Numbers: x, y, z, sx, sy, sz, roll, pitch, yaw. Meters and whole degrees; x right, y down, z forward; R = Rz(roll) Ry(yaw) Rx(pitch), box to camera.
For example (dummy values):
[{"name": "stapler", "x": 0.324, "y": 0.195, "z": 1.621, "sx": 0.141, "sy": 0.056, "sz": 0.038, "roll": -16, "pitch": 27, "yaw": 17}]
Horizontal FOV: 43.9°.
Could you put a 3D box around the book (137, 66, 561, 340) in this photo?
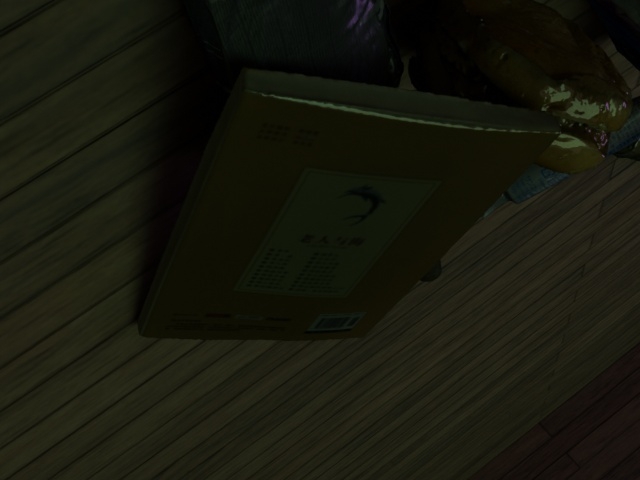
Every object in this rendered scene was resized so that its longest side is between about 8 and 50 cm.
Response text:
[{"name": "book", "x": 0.000, "y": 0.000, "z": 0.719, "sx": 0.269, "sy": 0.032, "sz": 0.389, "roll": 4, "pitch": 147, "yaw": -24}]

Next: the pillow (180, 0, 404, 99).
[{"name": "pillow", "x": -0.015, "y": -0.169, "z": 0.584, "sx": 0.161, "sy": 0.092, "sz": 0.335, "roll": -36, "pitch": 151, "yaw": -7}]

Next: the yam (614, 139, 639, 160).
[{"name": "yam", "x": 0.565, "y": -0.161, "z": 1.299, "sx": 0.371, "sy": 0.083, "sz": 0.083, "roll": 1, "pitch": 131, "yaw": -48}]

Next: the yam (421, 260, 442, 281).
[{"name": "yam", "x": 0.145, "y": 0.027, "z": 1.099, "sx": 0.043, "sy": 0.043, "sz": 0.094, "roll": -37, "pitch": 150, "yaw": -7}]

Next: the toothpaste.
[{"name": "toothpaste", "x": 0.309, "y": -0.114, "z": 0.953, "sx": 0.299, "sy": 0.073, "sz": 0.114, "roll": -25, "pitch": 161, "yaw": 22}]

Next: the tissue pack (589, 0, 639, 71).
[{"name": "tissue pack", "x": 0.395, "y": -0.290, "z": 0.846, "sx": 0.198, "sy": 0.146, "sz": 0.263, "roll": -48, "pitch": 150, "yaw": 16}]

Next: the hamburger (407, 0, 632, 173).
[{"name": "hamburger", "x": 0.184, "y": -0.153, "z": 0.730, "sx": 0.213, "sy": 0.214, "sz": 0.108, "roll": -6, "pitch": 132, "yaw": -46}]
